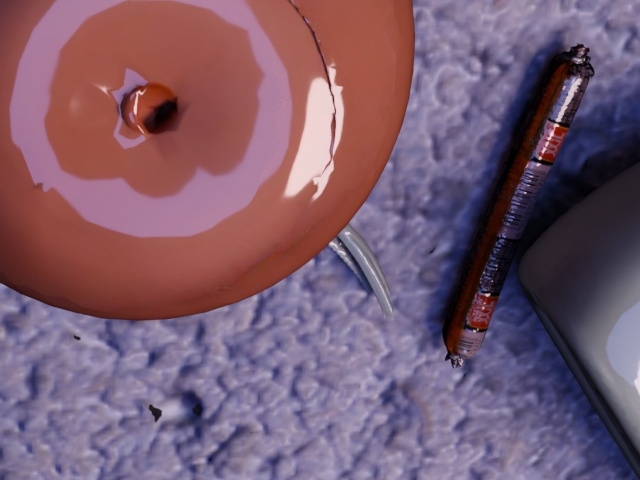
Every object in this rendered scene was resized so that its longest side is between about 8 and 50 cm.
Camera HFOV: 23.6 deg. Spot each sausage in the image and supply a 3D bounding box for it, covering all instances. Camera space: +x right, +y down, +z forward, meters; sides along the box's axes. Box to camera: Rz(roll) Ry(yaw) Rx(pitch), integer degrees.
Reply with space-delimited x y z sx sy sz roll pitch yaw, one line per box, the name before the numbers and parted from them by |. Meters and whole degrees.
sausage | 0.104 -0.016 0.830 0.028 0.025 0.198 14 113 -12

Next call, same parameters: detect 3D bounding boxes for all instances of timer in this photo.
timer | -0.077 -0.084 0.641 0.230 0.215 0.229 -4 112 -10

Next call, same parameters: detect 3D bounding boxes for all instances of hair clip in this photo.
hair clip | 0.000 -0.001 0.810 0.039 0.030 0.115 -29 121 23

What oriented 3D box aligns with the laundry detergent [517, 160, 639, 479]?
laundry detergent | 0.331 -0.001 0.849 0.398 0.124 0.264 -34 119 1
